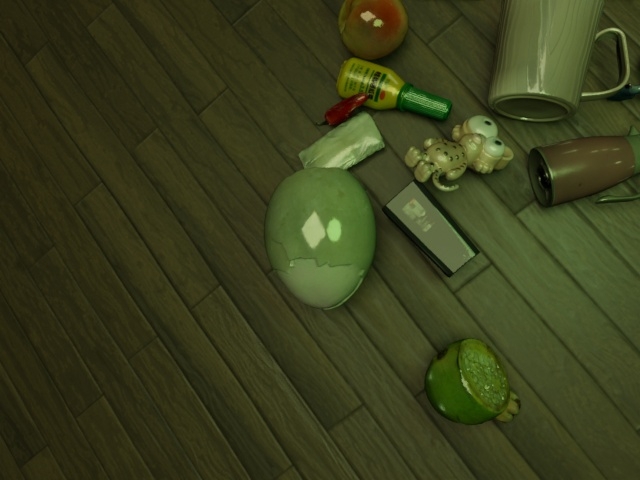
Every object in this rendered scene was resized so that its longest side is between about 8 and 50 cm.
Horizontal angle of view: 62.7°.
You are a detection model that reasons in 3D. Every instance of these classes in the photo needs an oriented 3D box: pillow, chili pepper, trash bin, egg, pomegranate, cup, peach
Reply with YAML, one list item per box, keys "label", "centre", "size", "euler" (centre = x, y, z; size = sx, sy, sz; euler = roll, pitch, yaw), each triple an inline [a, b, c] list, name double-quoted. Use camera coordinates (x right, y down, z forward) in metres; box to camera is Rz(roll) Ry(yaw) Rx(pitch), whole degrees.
- label: "pillow"
  centre: [0.055, -0.244, 1.411]
  size: [0.229, 0.051, 0.128]
  euler: [-33, 66, 7]
- label: "chili pepper"
  centre: [0.061, -0.345, 1.398]
  size: [0.191, 0.059, 0.050]
  euler: [-21, 106, 43]
- label: "trash bin"
  centre: [0.270, -0.023, 1.284]
  size: [0.115, 0.165, 0.225]
  euler: [-41, 80, 6]
- label: "egg"
  centre: [0.000, 0.000, 1.284]
  size: [0.279, 0.278, 0.335]
  euler: [-7, 81, 13]
- label: "pomegranate"
  centre: [0.350, 0.342, 1.243]
  size: [0.159, 0.241, 0.189]
  euler: [-44, 48, 41]
- label: "cup"
  centre: [0.551, -0.431, 1.244]
  size: [0.289, 0.208, 0.272]
  euler: [13, 88, -13]
- label: "peach"
  centre: [0.138, -0.563, 1.361]
  size: [0.185, 0.184, 0.184]
  euler: [-1, 85, 14]

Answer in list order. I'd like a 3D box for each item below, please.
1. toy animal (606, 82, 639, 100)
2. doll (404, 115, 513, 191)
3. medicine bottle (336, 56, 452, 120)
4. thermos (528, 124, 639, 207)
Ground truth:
- label: "toy animal"
  centre: [0.816, -0.368, 1.228]
  size: [0.256, 0.176, 0.238]
  euler: [-1, 87, -21]
- label: "doll"
  centre: [0.335, -0.205, 1.259]
  size: [0.278, 0.119, 0.154]
  euler: [-27, 69, -28]
- label: "medicine bottle"
  centre: [0.193, -0.387, 1.379]
  size: [0.309, 0.076, 0.111]
  euler: [23, 108, 13]
- label: "thermos"
  centre: [0.644, -0.164, 1.218]
  size: [0.265, 0.146, 0.176]
  euler: [-12, 76, 6]
